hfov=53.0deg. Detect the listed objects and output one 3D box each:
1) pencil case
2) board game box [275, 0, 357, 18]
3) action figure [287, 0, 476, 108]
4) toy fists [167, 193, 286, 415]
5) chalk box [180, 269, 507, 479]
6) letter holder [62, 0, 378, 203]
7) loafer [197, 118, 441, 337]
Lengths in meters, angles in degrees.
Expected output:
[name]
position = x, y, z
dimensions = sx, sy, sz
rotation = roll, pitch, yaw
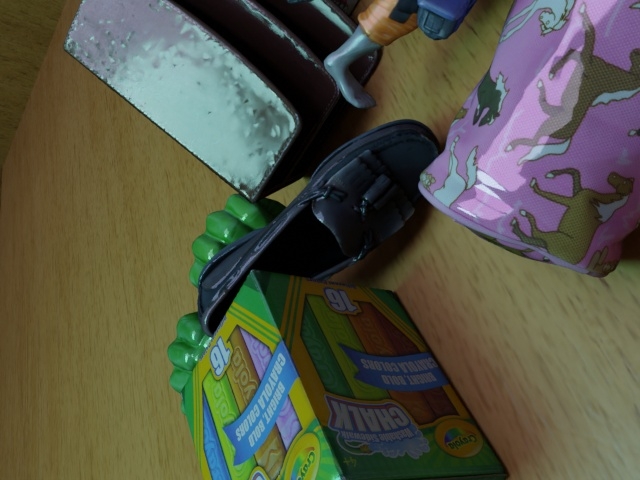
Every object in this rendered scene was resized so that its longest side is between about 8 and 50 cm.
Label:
[pencil case]
position = 0.203, -0.165, 0.437
dimensions = 0.160, 0.167, 0.386
rotation = 27, 103, 21
[board game box]
position = -0.018, -0.397, 0.866
dimensions = 0.303, 0.097, 0.224
rotation = -53, 42, 29
[action figure]
position = 0.081, -0.269, 0.539
dimensions = 0.341, 0.178, 0.330
rotation = -57, 2, -38
[toy fists]
position = -0.096, 0.085, 0.775
dimensions = 0.096, 0.142, 0.279
rotation = 21, 98, 65
[chalk box]
position = 0.018, 0.192, 0.567
dimensions = 0.179, 0.180, 0.289
rotation = -58, 41, 26
[letter holder]
position = -0.111, -0.231, 0.763
dimensions = 0.301, 0.152, 0.214
rotation = 39, 117, 6
[loafer]
position = 0.000, 0.000, 0.641
dimensions = 0.302, 0.109, 0.095
rotation = -37, 19, 12
